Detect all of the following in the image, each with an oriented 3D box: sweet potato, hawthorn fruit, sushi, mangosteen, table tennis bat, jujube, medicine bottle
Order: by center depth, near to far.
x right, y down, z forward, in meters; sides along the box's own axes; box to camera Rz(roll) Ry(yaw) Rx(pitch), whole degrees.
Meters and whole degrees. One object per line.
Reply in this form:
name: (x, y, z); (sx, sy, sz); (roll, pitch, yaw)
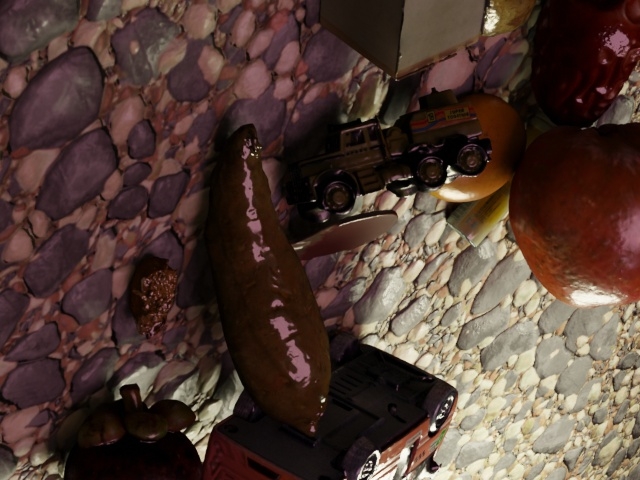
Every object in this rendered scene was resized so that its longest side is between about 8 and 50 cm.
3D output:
sushi: (-0.201, 0.066, 1.776); (0.062, 0.060, 0.118); (-22, 136, -27)
sweet potato: (-0.071, 0.051, 1.807); (0.131, 0.130, 0.422); (-25, 114, -32)
mangosteen: (-0.235, 0.279, 1.853); (0.200, 0.200, 0.199); (-30, 140, -28)
table tennis bat: (0.000, 0.000, 1.933); (0.234, 0.022, 0.131); (-11, 162, -34)
hawthorn fruit: (0.399, -0.044, 2.042); (0.284, 0.284, 0.284); (-30, 140, -28)
jujube: (0.371, -0.265, 2.048); (0.155, 0.155, 0.230); (-24, 147, -34)
medicine bottle: (0.279, -0.090, 2.169); (0.218, 0.074, 0.074); (-48, 146, 0)

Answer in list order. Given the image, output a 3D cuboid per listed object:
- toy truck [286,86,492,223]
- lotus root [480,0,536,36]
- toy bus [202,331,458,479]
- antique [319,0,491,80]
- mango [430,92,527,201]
toy truck: (0.080, -0.106, 1.859); (0.257, 0.127, 0.127); (-20, 95, -16)
lotus root: (0.211, -0.361, 1.786); (0.145, 0.128, 0.260); (-50, 154, -26)
toy bus: (0.017, 0.301, 2.033); (0.427, 0.203, 0.233); (-23, 134, -58)
antique: (0.099, -0.285, 1.710); (0.147, 0.152, 0.148); (-25, 140, -31)
mango: (0.206, -0.124, 2.023); (0.217, 0.102, 0.141); (-20, 129, -40)
